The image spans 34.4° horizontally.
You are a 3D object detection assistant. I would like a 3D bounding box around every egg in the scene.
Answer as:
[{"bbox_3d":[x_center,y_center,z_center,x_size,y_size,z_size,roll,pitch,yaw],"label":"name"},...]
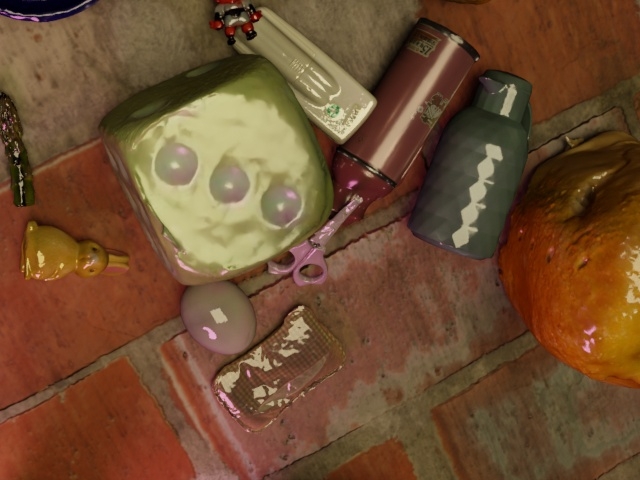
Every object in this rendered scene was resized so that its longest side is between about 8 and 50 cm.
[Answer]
[{"bbox_3d":[-0.153,0.114,1.564,0.103,0.103,0.135,-41,113,-4],"label":"egg"}]

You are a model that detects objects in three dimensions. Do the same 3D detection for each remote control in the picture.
[{"bbox_3d":[-0.026,-0.244,1.507,0.230,0.049,0.090,40,90,-4],"label":"remote control"}]

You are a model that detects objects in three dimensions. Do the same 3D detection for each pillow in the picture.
[{"bbox_3d":[-0.067,0.210,1.656,0.211,0.034,0.135,-41,114,-3],"label":"pillow"}]

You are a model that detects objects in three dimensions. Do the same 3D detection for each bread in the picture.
[{"bbox_3d":[0.432,0.029,1.595,0.250,0.394,0.361,8,105,-3],"label":"bread"}]

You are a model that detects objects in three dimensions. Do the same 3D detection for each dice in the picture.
[{"bbox_3d":[-0.143,-0.102,1.433,0.249,0.254,0.252,-28,109,-12],"label":"dice"}]

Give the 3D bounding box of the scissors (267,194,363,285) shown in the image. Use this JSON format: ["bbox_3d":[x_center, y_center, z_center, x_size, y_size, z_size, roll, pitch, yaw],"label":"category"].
[{"bbox_3d":[0.000,0.000,1.567,0.110,0.021,0.212,26,133,-21],"label":"scissors"}]

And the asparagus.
[{"bbox_3d":[-0.430,-0.128,1.453,0.036,0.030,0.165,-10,107,-4],"label":"asparagus"}]

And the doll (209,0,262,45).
[{"bbox_3d":[-0.133,-0.363,1.456,0.109,0.057,0.169,-16,82,-5],"label":"doll"}]

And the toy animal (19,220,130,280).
[{"bbox_3d":[-0.351,0.021,1.500,0.159,0.070,0.083,8,100,-24],"label":"toy animal"}]

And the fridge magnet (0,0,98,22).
[{"bbox_3d":[-0.375,-0.420,1.349,0.265,0.112,0.266,-4,103,-16],"label":"fridge magnet"}]

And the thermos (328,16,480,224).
[{"bbox_3d":[0.108,-0.168,1.584,0.109,0.136,0.330,33,93,5],"label":"thermos"}]

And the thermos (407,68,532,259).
[{"bbox_3d":[0.257,-0.120,1.622,0.182,0.145,0.287,13,100,-53],"label":"thermos"}]

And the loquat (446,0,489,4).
[{"bbox_3d":[0.216,-0.410,1.537,0.137,0.137,0.113,-23,136,-11],"label":"loquat"}]
